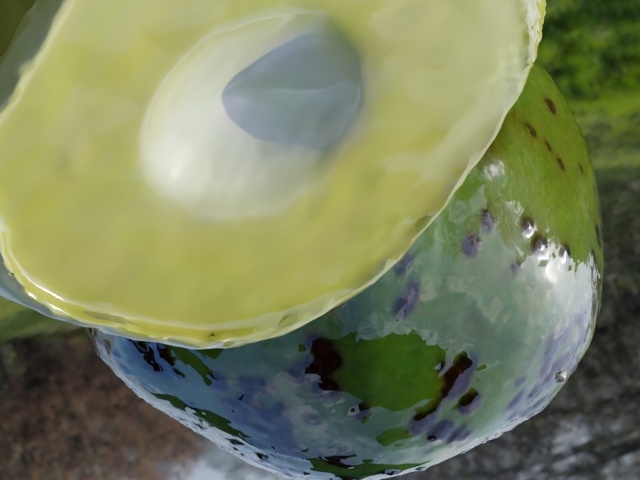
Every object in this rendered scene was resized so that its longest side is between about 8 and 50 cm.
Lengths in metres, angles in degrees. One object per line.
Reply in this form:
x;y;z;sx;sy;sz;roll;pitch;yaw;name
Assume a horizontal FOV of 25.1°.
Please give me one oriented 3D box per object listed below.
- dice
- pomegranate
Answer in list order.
-0.049;-0.081;0.446;0.166;0.169;0.169;20;114;-42;dice
0.000;0.000;0.684;0.254;0.254;0.270;-19;171;-31;pomegranate
